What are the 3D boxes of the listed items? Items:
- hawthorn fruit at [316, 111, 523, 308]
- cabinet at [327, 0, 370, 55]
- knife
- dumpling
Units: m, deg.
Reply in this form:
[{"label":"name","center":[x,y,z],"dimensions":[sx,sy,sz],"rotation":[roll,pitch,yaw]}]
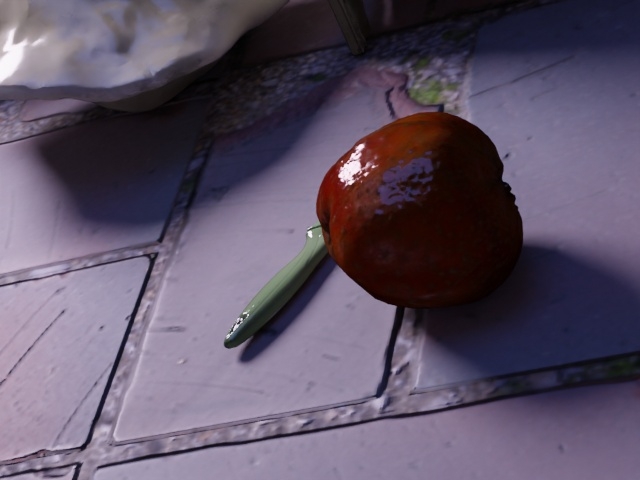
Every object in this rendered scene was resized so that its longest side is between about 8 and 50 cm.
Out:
[{"label":"hawthorn fruit","center":[0.058,-0.014,1.113],"dimensions":[0.128,0.128,0.128],"rotation":[-18,34,12]},{"label":"cabinet","center":[0.103,-0.342,1.351],"dimensions":[0.290,0.318,0.227],"rotation":[-12,37,20]},{"label":"knife","center":[0.000,0.000,1.222],"dimensions":[0.030,0.014,0.207],"rotation":[11,46,42]},{"label":"dumpling","center":[-0.146,-0.191,1.423],"dimensions":[0.318,0.187,0.243],"rotation":[-21,30,3]}]
